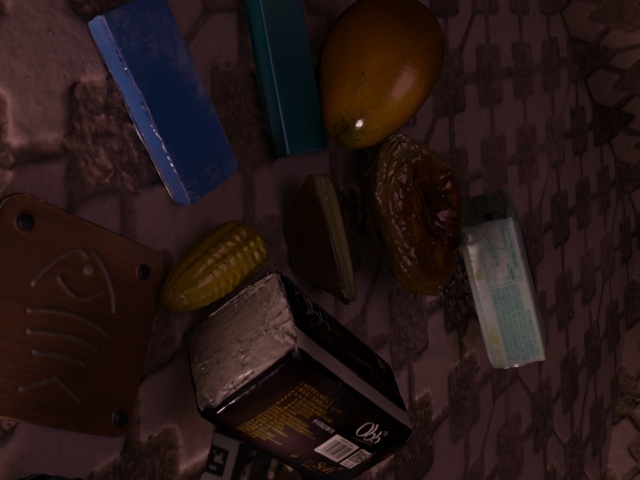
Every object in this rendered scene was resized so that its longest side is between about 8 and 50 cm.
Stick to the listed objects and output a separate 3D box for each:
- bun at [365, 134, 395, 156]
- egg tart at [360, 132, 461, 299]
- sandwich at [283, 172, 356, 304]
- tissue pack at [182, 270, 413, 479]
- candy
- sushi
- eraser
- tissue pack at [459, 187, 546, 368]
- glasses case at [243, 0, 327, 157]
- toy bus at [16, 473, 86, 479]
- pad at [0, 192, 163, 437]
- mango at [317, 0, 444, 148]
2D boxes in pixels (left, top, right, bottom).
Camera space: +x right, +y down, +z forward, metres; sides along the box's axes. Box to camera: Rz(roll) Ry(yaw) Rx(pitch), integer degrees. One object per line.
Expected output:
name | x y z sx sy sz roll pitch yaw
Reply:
bun | 0.122 -0.231 1.600 0.115 0.069 0.115 -18 90 -74
egg tart | 0.194 -0.039 1.601 0.351 0.153 0.340 9 79 -52
sandwich | 0.000 0.000 1.395 0.094 0.096 0.258 -23 102 -58
tissue pack | -0.021 0.245 1.199 0.370 0.210 0.198 45 11 -40
candy | -0.175 0.049 1.165 0.199 0.094 0.106 -41 123 -40
sushi | -0.082 0.484 1.221 0.296 0.099 0.373 41 55 -42
eraser | -0.238 -0.221 1.152 0.144 0.042 0.312 -46 122 -45
tissue pack | 0.462 0.089 1.880 0.287 0.162 0.388 -59 134 -68
glasses case | -0.071 -0.308 1.366 0.117 0.070 0.301 -16 100 -47
toy bus | -0.332 0.412 0.869 0.128 0.147 0.256 -25 110 -52
pad | -0.344 0.108 0.998 0.286 0.018 0.284 31 62 -48
mango | 0.111 -0.332 1.426 0.221 0.263 0.378 43 45 -29
